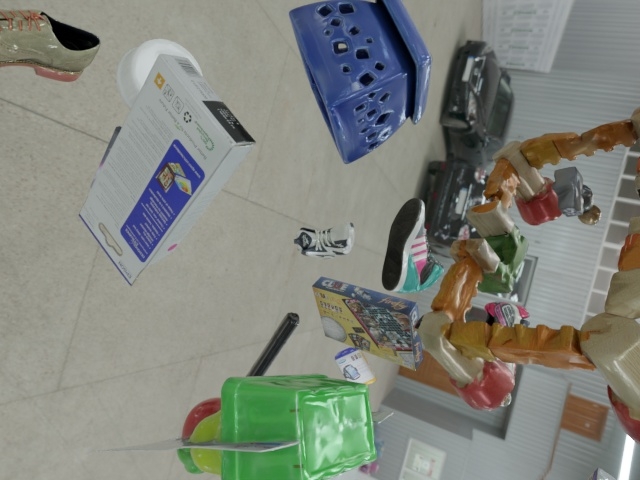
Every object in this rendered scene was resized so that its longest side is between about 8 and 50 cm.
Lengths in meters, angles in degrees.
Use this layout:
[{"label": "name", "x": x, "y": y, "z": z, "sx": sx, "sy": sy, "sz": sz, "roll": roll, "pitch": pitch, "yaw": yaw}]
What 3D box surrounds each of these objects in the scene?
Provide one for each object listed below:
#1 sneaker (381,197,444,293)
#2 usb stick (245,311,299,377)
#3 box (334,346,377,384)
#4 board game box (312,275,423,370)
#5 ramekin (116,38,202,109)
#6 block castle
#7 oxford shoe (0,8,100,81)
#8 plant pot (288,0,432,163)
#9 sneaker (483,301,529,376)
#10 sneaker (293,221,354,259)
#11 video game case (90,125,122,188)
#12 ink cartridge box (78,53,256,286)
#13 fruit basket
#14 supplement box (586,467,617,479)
[{"label": "sneaker", "x": 0.308, "y": 0.032, "z": 1.286, "sx": 0.178, "sy": 0.124, "sz": 0.295, "roll": 20, "pitch": 83, "yaw": -31}, {"label": "usb stick", "x": -0.148, "y": 0.332, "z": 1.222, "sx": 0.278, "sy": 0.045, "sz": 0.077, "roll": -56, "pitch": -170, "yaw": 7}, {"label": "box", "x": 0.101, "y": 0.373, "z": 1.233, "sx": 0.136, "sy": 0.081, "sz": 0.028, "roll": 61, "pitch": 10, "yaw": -12}, {"label": "board game box", "x": 0.103, "y": 0.181, "z": 0.929, "sx": 0.042, "sy": 0.243, "sz": 0.165, "roll": -43, "pitch": 132, "yaw": -39}, {"label": "ramekin", "x": -0.547, "y": -0.555, "z": 1.447, "sx": 0.277, "sy": 0.135, "sz": 0.277, "roll": -1, "pitch": 92, "yaw": -39}, {"label": "block castle", "x": 0.371, "y": 0.033, "z": 0.598, "sx": 0.213, "sy": 0.303, "sz": 0.453, "roll": 46, "pitch": 60, "yaw": -22}, {"label": "oxford shoe", "x": -0.588, "y": -0.402, "z": 0.782, "sx": 0.123, "sy": 0.130, "sz": 0.348, "roll": 64, "pitch": 24, "yaw": -3}, {"label": "plant pot", "x": 0.089, "y": -0.332, "z": 0.832, "sx": 0.236, "sy": 0.212, "sz": 0.236, "roll": 55, "pitch": 13, "yaw": -72}, {"label": "sneaker", "x": 0.499, "y": 0.322, "z": 1.209, "sx": 0.121, "sy": 0.112, "sz": 0.299, "roll": -134, "pitch": -122, "yaw": -87}, {"label": "sneaker", "x": 0.000, "y": 0.000, "z": 1.302, "sx": 0.235, "sy": 0.153, "sz": 0.094, "roll": 155, "pitch": -64, "yaw": -65}, {"label": "video game case", "x": -0.664, "y": -0.222, "z": 1.424, "sx": 0.274, "sy": 0.196, "sz": 0.026, "roll": -48, "pitch": -176, "yaw": 30}, {"label": "ink cartridge box", "x": -0.271, "y": -0.095, "z": 0.685, "sx": 0.371, "sy": 0.176, "sz": 0.069, "roll": -43, "pitch": 172, "yaw": 30}, {"label": "fruit basket", "x": -0.107, "y": 0.306, "z": 0.634, "sx": 0.327, "sy": 0.353, "sz": 0.165, "roll": 23, "pitch": 49, "yaw": -53}, {"label": "supplement box", "x": 0.341, "y": 0.418, "z": 0.516, "sx": 0.114, "sy": 0.111, "sz": 0.220, "roll": -25, "pitch": 137, "yaw": -49}]
